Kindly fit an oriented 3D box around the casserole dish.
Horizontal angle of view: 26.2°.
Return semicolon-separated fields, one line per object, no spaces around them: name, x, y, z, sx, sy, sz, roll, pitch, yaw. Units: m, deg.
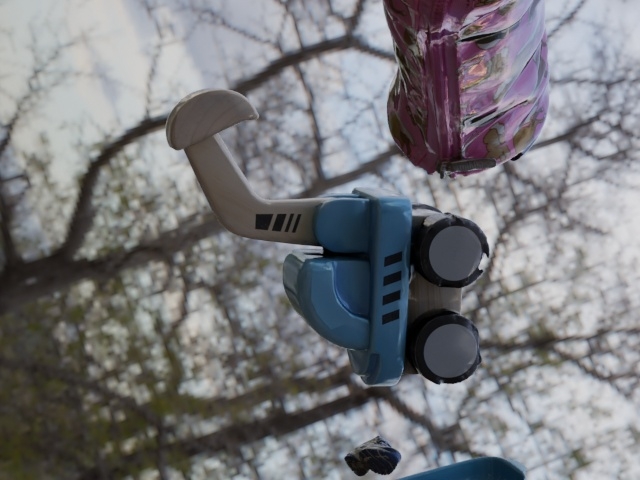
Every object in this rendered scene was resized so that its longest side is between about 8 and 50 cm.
casserole dish;0.160;0.306;1.648;0.114;0.188;0.037;-152;-129;-69

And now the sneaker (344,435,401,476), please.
sneaker;0.087;0.319;2.086;0.052;0.058;0.135;53;-28;-10

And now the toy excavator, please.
toy excavator;0.000;0.000;1.997;0.222;0.445;0.432;-149;-120;-74

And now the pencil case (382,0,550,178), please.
pencil case;0.119;-0.187;1.143;0.167;0.160;0.386;61;-4;20
